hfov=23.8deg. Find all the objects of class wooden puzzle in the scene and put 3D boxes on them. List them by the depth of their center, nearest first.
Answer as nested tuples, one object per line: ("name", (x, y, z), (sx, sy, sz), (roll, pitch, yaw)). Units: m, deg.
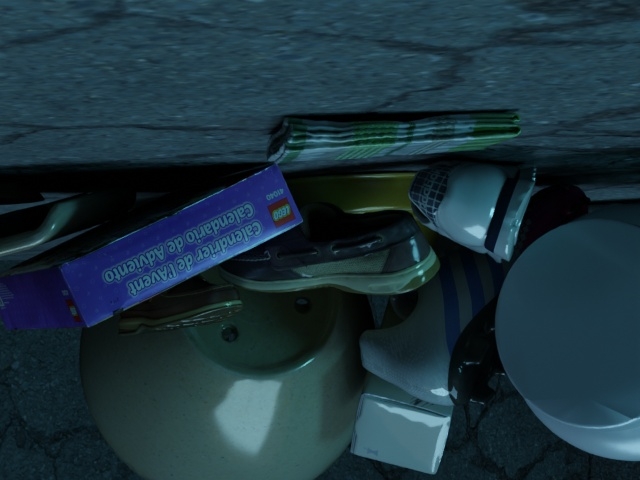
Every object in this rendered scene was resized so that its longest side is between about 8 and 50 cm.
("wooden puzzle", (-0.292, 0.001, 1.283), (0.238, 0.044, 0.221), (-19, -177, 12))

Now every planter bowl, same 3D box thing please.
("planter bowl", (0.039, -0.011, 1.446), (0.217, 0.090, 0.217), (-2, 178, 0))

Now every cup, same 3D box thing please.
("cup", (-0.081, 0.091, 1.589), (0.331, 0.331, 0.237), (-2, 161, -12))

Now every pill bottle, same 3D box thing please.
("pill bottle", (0.310, 0.089, 1.413), (0.229, 0.229, 0.407), (-4, 172, 26))

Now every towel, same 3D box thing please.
("towel", (0.044, -0.069, 0.988), (0.152, 0.023, 0.113), (-4, 180, -8))

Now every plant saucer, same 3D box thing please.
("plant saucer", (-0.280, -0.040, 1.313), (0.083, 0.015, 0.083), (-3, 177, 0))

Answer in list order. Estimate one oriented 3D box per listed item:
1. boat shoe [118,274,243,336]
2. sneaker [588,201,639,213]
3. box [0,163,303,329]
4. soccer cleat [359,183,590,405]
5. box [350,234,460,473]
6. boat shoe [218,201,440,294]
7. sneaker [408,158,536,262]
("boat shoe", (-0.136, 0.052, 1.399), (0.064, 0.060, 0.178), (-5, 176, -36))
("sneaker", (0.394, 0.000, 1.901), (0.297, 0.111, 0.129), (-6, 170, 41))
("box", (-0.162, 0.011, 1.316), (0.201, 0.057, 0.293), (-27, -173, -22))
("soccer cleat", (0.155, 0.033, 1.501), (0.143, 0.116, 0.331), (15, -141, 27))
("box", (0.110, 0.097, 1.586), (0.094, 0.275, 0.113), (14, 140, 5))
("boat shoe", (0.000, 0.001, 1.327), (0.223, 0.073, 0.080), (2, -152, 37))
("sneaker", (0.128, -0.034, 1.291), (0.095, 0.090, 0.235), (16, 179, 6))
